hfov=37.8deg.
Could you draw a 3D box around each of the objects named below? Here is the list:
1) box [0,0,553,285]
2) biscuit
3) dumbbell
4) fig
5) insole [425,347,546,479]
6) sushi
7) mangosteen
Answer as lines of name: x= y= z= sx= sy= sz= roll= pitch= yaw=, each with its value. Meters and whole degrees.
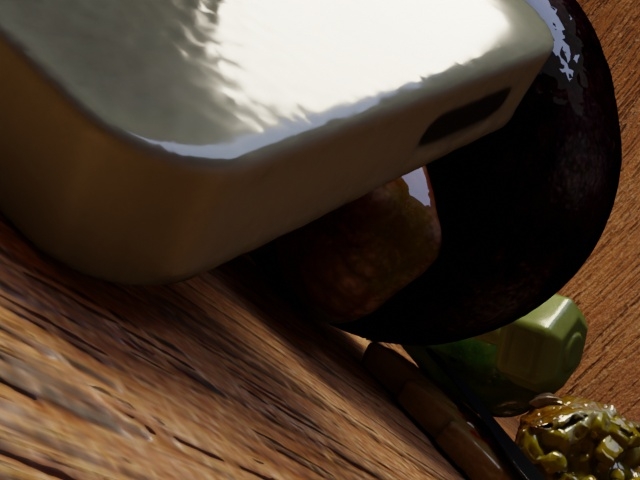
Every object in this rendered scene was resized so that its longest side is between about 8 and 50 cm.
box: x=-0.091 y=-0.162 z=0.503 sx=0.373 sy=0.090 sz=0.367 roll=42 pitch=37 yaw=17
biscuit: x=0.134 y=0.175 z=0.821 sx=0.212 sy=0.041 sz=0.239 roll=43 pitch=0 yaw=-18
dumbbell: x=0.167 y=0.089 z=1.134 sx=0.302 sy=0.121 sz=0.108 roll=17 pitch=16 yaw=36
fig: x=0.209 y=0.156 z=1.327 sx=0.245 sy=0.195 sz=0.195 roll=6 pitch=11 yaw=-12
insole: x=0.155 y=0.169 z=0.781 sx=0.086 sy=0.005 sz=0.253 roll=42 pitch=7 yaw=-35
sushi: x=0.322 y=0.268 z=1.021 sx=0.296 sy=0.166 sz=0.179 roll=48 pitch=-24 yaw=-24
mangosteen: x=0.061 y=-0.095 z=0.801 sx=0.382 sy=0.382 sz=0.435 roll=43 pitch=15 yaw=18
